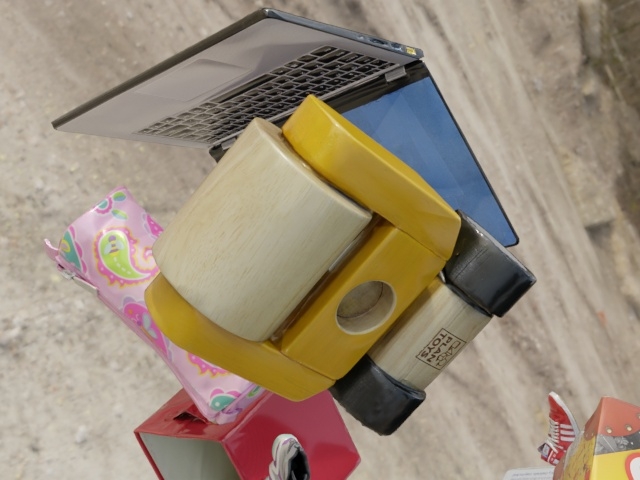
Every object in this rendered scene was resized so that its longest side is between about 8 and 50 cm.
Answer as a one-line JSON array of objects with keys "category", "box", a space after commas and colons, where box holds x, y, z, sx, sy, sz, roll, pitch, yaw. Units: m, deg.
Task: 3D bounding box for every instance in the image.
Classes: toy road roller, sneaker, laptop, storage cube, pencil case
[{"category": "toy road roller", "box": [0.000, 0.000, 0.830, 0.330, 0.202, 0.240, 31, 14, -40]}, {"category": "sneaker", "box": [-0.035, 0.279, 1.091, 0.038, 0.069, 0.098, -1, 101, -26]}, {"category": "laptop", "box": [-0.040, -0.073, 1.164, 0.408, 0.382, 0.236, 2, 76, -48]}, {"category": "storage cube", "box": [-0.094, 0.275, 1.274, 0.193, 0.184, 0.215, -40, 114, -41]}, {"category": "sneaker", "box": [0.339, 0.279, 1.374, 0.118, 0.067, 0.042, 62, -3, -19]}, {"category": "pencil case", "box": [-0.168, 0.072, 1.039, 0.284, 0.124, 0.124, 43, 22, 7]}]

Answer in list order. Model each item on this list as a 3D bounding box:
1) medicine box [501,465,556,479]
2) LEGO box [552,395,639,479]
[{"category": "medicine box", "box": [0.320, 0.502, 1.284, 0.263, 0.149, 0.289, 42, 63, -7]}, {"category": "LEGO box", "box": [0.491, 0.445, 1.038, 0.193, 0.500, 0.372, 103, 8, -47]}]
